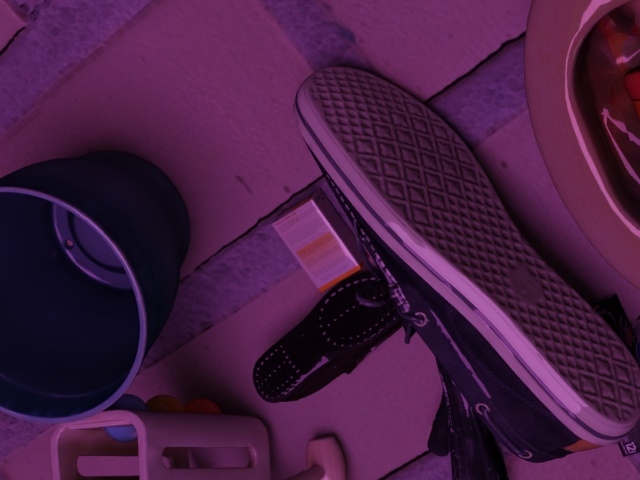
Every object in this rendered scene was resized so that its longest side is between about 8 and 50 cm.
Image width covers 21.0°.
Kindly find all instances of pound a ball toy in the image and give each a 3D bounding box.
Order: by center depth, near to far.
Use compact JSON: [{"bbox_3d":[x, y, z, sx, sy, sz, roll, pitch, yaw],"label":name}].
[{"bbox_3d":[-0.130,0.240,1.969,0.208,0.319,0.136,-10,80,27],"label":"pound a ball toy"}]

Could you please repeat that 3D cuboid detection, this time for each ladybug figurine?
[{"bbox_3d":[0.371,-0.127,1.693,0.305,0.162,0.449,-15,106,23],"label":"ladybug figurine"}]

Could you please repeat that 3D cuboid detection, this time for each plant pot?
[{"bbox_3d":[-0.271,0.026,1.921,0.271,0.255,0.272,7,113,16],"label":"plant pot"}]

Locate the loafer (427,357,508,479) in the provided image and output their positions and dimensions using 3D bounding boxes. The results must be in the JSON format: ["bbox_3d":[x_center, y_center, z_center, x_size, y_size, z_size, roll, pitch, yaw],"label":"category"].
[{"bbox_3d":[0.157,0.221,1.961,0.078,0.076,0.223,-10,112,14],"label":"loafer"}]

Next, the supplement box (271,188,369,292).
[{"bbox_3d":[0.000,0.000,1.942,0.062,0.036,0.098,-30,100,27],"label":"supplement box"}]

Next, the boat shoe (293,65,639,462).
[{"bbox_3d":[0.131,0.032,1.817,0.500,0.187,0.156,50,133,4],"label":"boat shoe"}]

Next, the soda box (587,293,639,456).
[{"bbox_3d":[0.328,0.148,1.886,0.060,0.053,0.169,-20,105,24],"label":"soda box"}]

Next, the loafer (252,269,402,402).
[{"bbox_3d":[0.022,0.110,1.970,0.220,0.078,0.080,-34,65,17],"label":"loafer"}]
